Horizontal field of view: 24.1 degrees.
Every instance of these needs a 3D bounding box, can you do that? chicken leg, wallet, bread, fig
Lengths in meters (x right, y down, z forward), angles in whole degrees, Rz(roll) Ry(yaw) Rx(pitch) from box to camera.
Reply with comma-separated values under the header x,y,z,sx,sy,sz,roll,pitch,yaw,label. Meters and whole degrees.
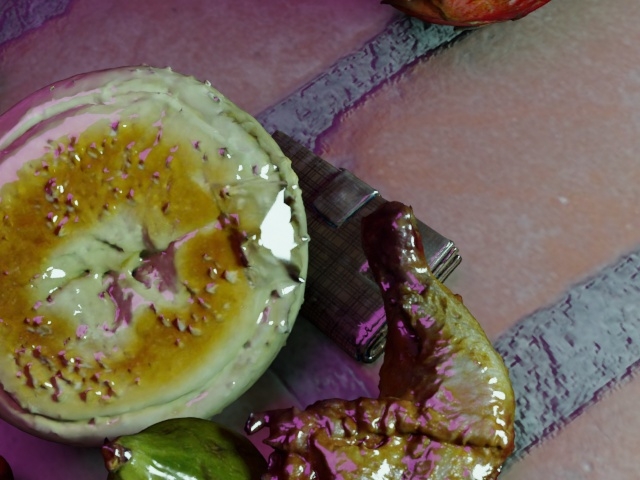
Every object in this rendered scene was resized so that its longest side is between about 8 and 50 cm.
x,y,z,sx,sy,sz,roll,pitch,yaw,label
0.050,0.127,1.080,0.177,0.083,0.322,27,65,6,chicken leg
0.000,0.000,1.247,0.124,0.042,0.230,-47,49,-9,wallet
-0.157,0.015,1.174,0.305,0.159,0.306,0,89,-6,bread
-0.116,0.183,1.066,0.126,0.184,0.133,-36,51,33,fig

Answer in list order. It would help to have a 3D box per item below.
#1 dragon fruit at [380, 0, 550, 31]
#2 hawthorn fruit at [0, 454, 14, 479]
x,y,z,sx,sy,sz,roll,pitch,yaw,label
0.139,-0.300,1.309,0.252,0.241,0.241,-40,49,3,dragon fruit
-0.289,0.205,1.187,0.093,0.081,0.081,-27,41,41,hawthorn fruit
